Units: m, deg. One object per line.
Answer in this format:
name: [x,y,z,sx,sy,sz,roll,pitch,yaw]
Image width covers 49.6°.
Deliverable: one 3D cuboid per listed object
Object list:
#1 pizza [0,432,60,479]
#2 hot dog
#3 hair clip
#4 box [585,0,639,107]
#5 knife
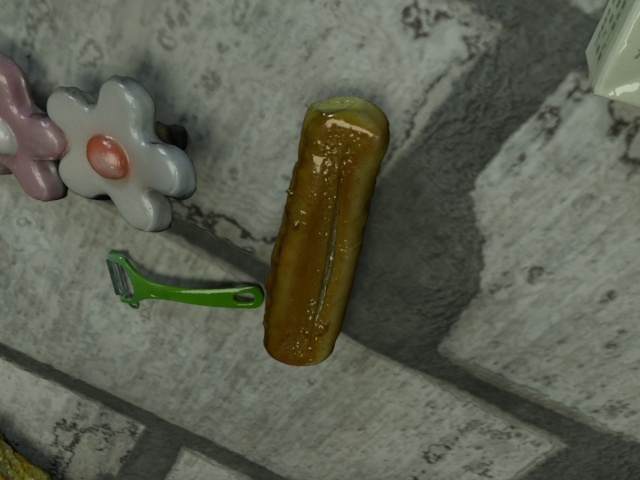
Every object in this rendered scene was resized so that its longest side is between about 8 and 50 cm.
pizza: [-0.479,0.340,1.016,0.288,0.075,0.280,41,132,-20]
hot dog: [0.001,0.003,0.603,0.088,0.061,0.285,17,130,-2]
hair clip: [-0.214,-0.087,0.591,0.257,0.075,0.146,11,135,13]
box: [0.275,-0.180,0.369,0.164,0.069,0.256,16,132,3]
knife: [-0.140,0.053,0.712,0.166,0.022,0.078,8,135,11]
